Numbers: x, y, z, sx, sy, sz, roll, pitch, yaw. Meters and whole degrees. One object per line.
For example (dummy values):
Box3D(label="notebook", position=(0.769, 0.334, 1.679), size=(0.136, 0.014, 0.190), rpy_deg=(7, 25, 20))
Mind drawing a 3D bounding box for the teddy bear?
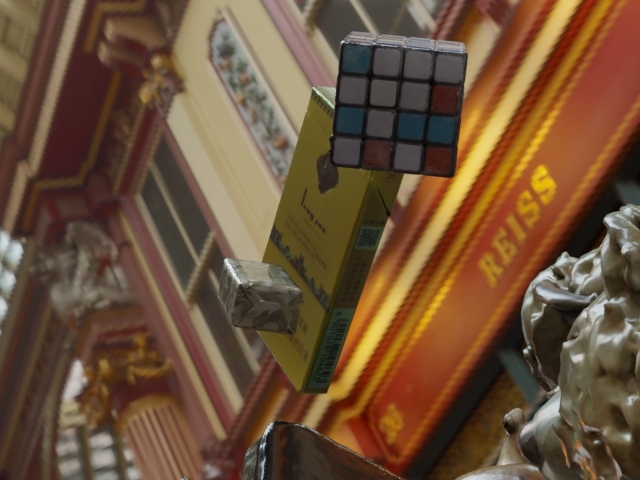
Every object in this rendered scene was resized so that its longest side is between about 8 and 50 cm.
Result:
Box3D(label="teddy bear", position=(0.181, 0.096, 0.646), size=(0.156, 0.267, 0.256), rpy_deg=(-24, -20, 17))

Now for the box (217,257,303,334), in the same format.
Box3D(label="box", position=(-0.054, 0.048, 1.181), size=(0.062, 0.098, 0.045), rpy_deg=(9, -79, -12))

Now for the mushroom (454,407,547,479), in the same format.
Box3D(label="mushroom", position=(0.266, 0.379, 1.562), size=(0.345, 0.260, 0.346), rpy_deg=(5, -52, 7))

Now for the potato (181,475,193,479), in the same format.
Box3D(label="potato", position=(-0.085, 0.415, 1.363), size=(0.112, 0.255, 0.270), rpy_deg=(-28, -39, -88))

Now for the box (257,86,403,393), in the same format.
Box3D(label="box", position=(0.000, 0.001, 1.363), size=(0.041, 0.153, 0.279), rpy_deg=(3, -62, -29))

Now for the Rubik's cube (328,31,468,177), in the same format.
Box3D(label="Rubik's cube", position=(0.058, -0.102, 0.992), size=(0.092, 0.092, 0.092), rpy_deg=(7, -77, 4))

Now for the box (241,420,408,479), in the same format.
Box3D(label="box", position=(0.046, 0.329, 1.200), size=(0.290, 0.289, 0.073), rpy_deg=(32, -55, -24))
